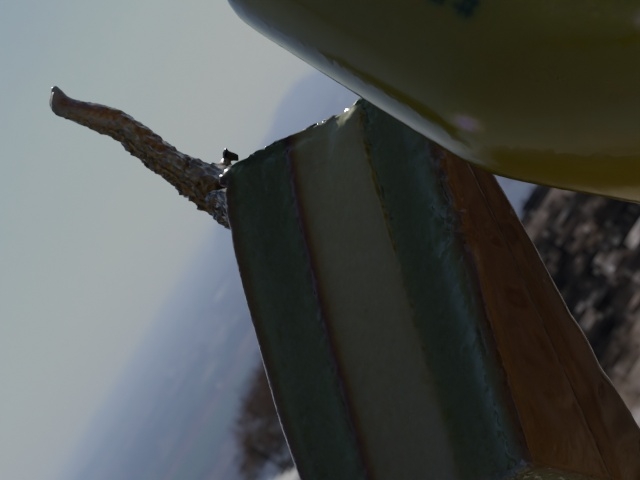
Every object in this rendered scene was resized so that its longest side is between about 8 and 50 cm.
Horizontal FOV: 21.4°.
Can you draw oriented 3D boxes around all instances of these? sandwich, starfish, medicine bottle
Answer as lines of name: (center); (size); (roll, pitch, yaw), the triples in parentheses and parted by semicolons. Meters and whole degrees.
sandwich: (0.055, 0.043, 0.745); (0.117, 0.187, 0.144); (-25, -20, 25)
starfish: (-0.003, 0.005, 0.905); (0.048, 0.295, 0.231); (-57, 32, -1)
medicine bottle: (0.082, -0.039, 0.372); (0.095, 0.260, 0.064); (-41, -41, -16)
